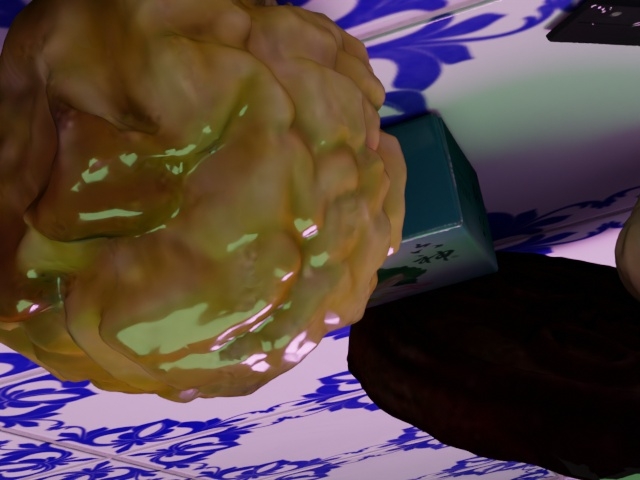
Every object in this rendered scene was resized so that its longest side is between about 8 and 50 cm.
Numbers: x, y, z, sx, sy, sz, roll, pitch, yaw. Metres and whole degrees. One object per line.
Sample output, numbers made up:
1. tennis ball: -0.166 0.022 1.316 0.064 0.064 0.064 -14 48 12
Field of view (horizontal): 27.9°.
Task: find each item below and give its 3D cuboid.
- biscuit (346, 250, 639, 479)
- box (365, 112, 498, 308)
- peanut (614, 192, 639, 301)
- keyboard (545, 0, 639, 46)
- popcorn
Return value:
1. biscuit: 0.227 0.089 1.096 0.407 0.091 0.407 6 -167 -1
2. box: 0.000 0.000 0.988 0.244 0.092 0.153 -16 161 14
3. peanut: 0.358 -0.012 1.101 0.318 0.148 0.147 -10 165 -47
4. keyboard: 0.222 -0.141 0.844 0.155 0.010 0.053 -1 159 -29
5. popcorn: -0.074 -0.018 0.718 0.264 0.225 0.332 -24 170 18
